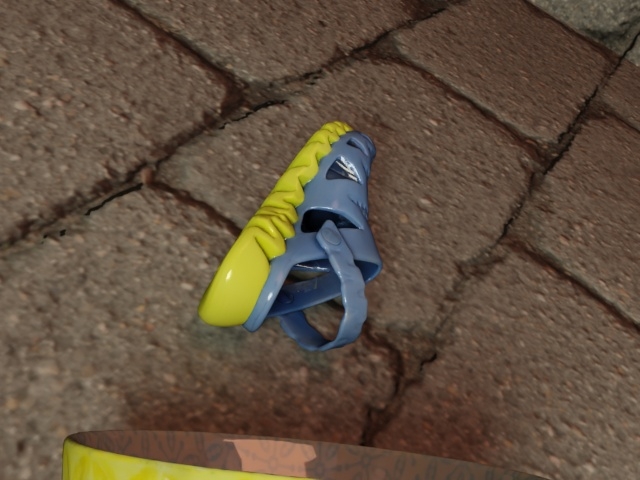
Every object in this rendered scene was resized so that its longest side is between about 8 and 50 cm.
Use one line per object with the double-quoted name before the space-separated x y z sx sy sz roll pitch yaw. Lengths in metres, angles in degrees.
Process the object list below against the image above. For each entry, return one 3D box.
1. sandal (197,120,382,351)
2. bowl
"sandal" 0.000 0.000 0.887 0.138 0.126 0.317 31 41 -3
"bowl" -0.010 0.202 0.532 0.289 0.289 0.156 10 79 -26
